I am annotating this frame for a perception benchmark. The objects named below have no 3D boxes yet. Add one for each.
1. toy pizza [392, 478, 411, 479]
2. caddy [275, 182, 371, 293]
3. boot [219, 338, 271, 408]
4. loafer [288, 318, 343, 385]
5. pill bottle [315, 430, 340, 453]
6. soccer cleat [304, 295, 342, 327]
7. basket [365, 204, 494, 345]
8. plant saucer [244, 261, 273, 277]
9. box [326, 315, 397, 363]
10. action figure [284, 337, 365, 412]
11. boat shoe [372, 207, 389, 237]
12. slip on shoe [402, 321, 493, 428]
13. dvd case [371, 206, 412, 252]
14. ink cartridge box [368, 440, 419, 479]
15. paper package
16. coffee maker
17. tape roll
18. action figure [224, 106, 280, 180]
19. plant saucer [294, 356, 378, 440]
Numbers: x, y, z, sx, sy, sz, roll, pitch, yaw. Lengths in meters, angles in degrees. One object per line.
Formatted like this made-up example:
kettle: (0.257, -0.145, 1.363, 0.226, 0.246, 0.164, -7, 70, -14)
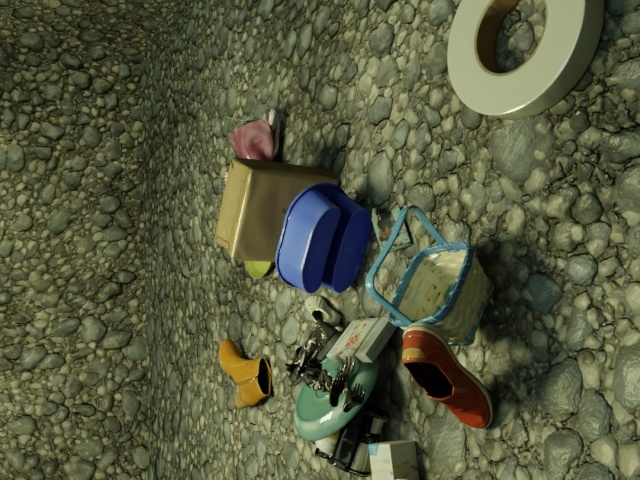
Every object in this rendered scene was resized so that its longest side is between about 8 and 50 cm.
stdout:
toy pizza: (0.228, 0.678, 1.573, 0.201, 0.032, 0.201, 11, 113, 27)
caddy: (0.000, 0.000, 1.921, 0.179, 0.241, 0.341, 33, 113, 47)
boot: (-0.273, 0.472, 2.411, 0.211, 0.104, 0.295, -41, 58, 40)
loafer: (-0.030, 0.347, 2.007, 0.095, 0.109, 0.302, 45, 133, 9)
pill bottle: (0.046, 0.532, 1.897, 0.103, 0.103, 0.184, 40, 119, 51)
soccer cleat: (-0.007, 0.223, 2.044, 0.196, 0.076, 0.068, 29, 110, 55)
basket: (0.240, 0.097, 1.452, 0.201, 0.289, 0.254, -11, 38, 49)
plant saucer: (-0.222, 0.024, 2.435, 0.241, 0.037, 0.240, -12, 76, 55)
box: (0.117, 0.281, 1.805, 0.145, 0.038, 0.186, -49, 17, -30)
action figure: (0.016, 0.346, 1.708, 0.140, 0.164, 0.276, -63, 30, -2)
boat shoe: (0.182, -0.035, 1.828, 0.040, 0.049, 0.142, -22, 61, 17)
slip on shoe: (0.275, 0.321, 1.415, 0.123, 0.331, 0.101, -13, 36, 38)
dvd case: (0.197, -0.026, 1.782, 0.087, 0.013, 0.119, -20, 64, 14)
ink cartridge box: (0.194, 0.600, 1.674, 0.092, 0.090, 0.143, -24, 67, 54)
paper package: (-0.142, -0.092, 2.070, 0.168, 0.325, 0.309, 35, 116, 54)
coffee maker: (0.088, 0.537, 1.772, 0.120, 0.171, 0.178, -140, 65, -88)
tape roll: (0.448, -0.469, 1.450, 0.392, 0.072, 0.391, -13, 75, 55)
action figure: (-0.204, -0.257, 2.377, 0.276, 0.248, 0.370, -25, 72, 4)
plant saucer: (0.032, 0.420, 1.823, 0.318, 0.044, 0.317, -41, 19, 17)
